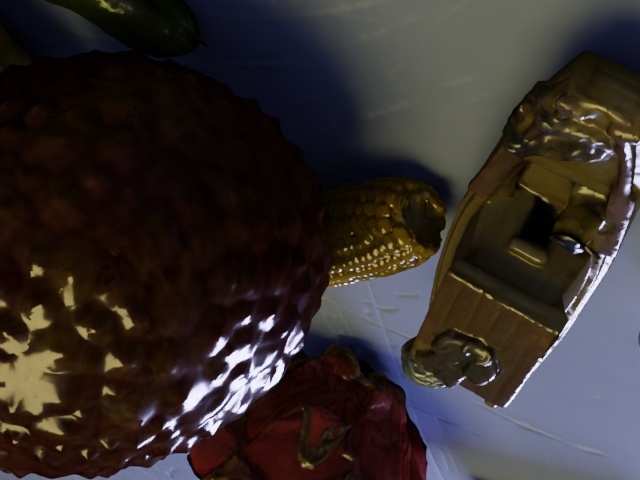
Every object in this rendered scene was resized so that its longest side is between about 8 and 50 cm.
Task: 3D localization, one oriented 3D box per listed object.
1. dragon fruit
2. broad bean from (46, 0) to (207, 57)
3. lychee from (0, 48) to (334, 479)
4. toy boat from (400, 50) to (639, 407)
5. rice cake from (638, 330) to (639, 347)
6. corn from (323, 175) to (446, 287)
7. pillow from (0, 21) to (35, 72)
[{"bbox_3d":[0.011,0.163,0.894,0.224,0.148,0.218,20,-179,-2],"label":"dragon fruit"},{"bbox_3d":[-0.184,-0.158,0.571,0.256,0.052,0.052,16,116,-20],"label":"broad bean"},{"bbox_3d":[-0.128,0.008,0.589,0.261,0.260,0.260,22,150,14],"label":"lychee"},{"bbox_3d":[0.109,0.016,0.572,0.089,0.121,0.321,30,152,11],"label":"toy boat"},{"bbox_3d":[0.235,0.019,0.543,0.124,0.038,0.211,21,150,16],"label":"rice cake"},{"bbox_3d":[0.000,0.000,0.693,0.207,0.068,0.068,-9,133,47],"label":"corn"},{"bbox_3d":[-0.303,-0.099,0.759,0.310,0.119,0.312,2,140,33],"label":"pillow"}]
